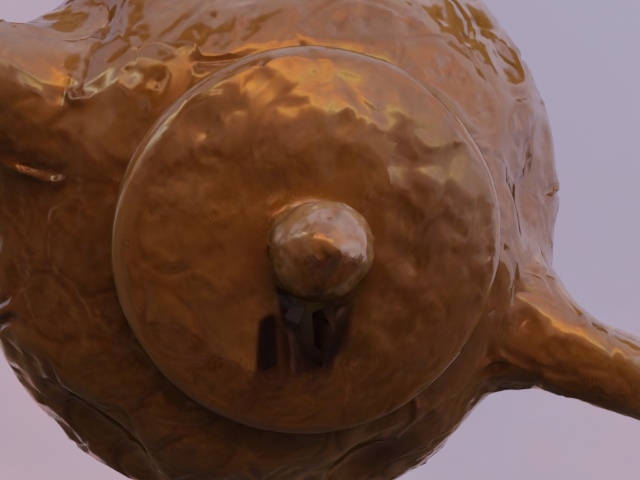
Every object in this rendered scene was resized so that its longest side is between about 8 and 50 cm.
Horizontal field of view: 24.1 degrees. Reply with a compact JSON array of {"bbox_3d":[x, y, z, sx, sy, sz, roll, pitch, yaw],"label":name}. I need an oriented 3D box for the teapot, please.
[{"bbox_3d":[0.000,0.000,0.496,0.311,0.203,0.167,25,3,-13],"label":"teapot"}]
